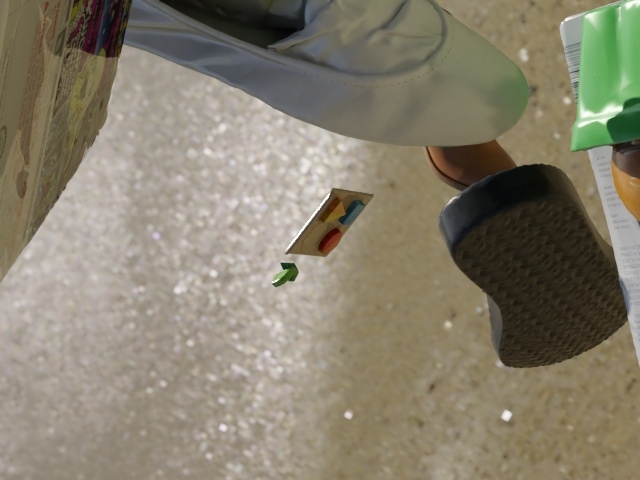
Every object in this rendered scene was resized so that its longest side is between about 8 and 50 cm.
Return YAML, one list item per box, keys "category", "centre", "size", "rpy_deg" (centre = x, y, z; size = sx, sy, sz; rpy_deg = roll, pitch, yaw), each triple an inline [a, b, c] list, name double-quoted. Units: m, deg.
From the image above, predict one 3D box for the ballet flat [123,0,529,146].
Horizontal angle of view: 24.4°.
- category: "ballet flat"
  centre: [-0.034, -0.178, 1.112]
  size: [0.139, 0.400, 0.139]
  rpy_deg: [19, -90, -79]

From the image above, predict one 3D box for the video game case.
- category: "video game case"
  centre: [-0.115, -0.104, 0.606]
  size: [0.210, 0.042, 0.232]
  rpy_deg: [-70, -2, -57]

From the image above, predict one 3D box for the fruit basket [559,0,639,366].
- category: "fruit basket"
  centre: [0.336, -0.032, 1.108]
  size: [0.327, 0.165, 0.353]
  rpy_deg: [-11, 99, 58]

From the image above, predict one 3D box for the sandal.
- category: "sandal"
  centre: [0.225, 0.015, 1.504]
  size: [0.168, 0.446, 0.107]
  rpy_deg: [-22, 62, 7]

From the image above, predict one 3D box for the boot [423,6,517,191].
- category: "boot"
  centre: [0.143, -0.144, 1.531]
  size: [0.073, 0.152, 0.197]
  rpy_deg: [-32, 60, -32]

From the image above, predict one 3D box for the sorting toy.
- category: "sorting toy"
  centre: [0.000, 0.000, 1.005]
  size: [0.012, 0.062, 0.083]
  rpy_deg: [45, 110, 22]
